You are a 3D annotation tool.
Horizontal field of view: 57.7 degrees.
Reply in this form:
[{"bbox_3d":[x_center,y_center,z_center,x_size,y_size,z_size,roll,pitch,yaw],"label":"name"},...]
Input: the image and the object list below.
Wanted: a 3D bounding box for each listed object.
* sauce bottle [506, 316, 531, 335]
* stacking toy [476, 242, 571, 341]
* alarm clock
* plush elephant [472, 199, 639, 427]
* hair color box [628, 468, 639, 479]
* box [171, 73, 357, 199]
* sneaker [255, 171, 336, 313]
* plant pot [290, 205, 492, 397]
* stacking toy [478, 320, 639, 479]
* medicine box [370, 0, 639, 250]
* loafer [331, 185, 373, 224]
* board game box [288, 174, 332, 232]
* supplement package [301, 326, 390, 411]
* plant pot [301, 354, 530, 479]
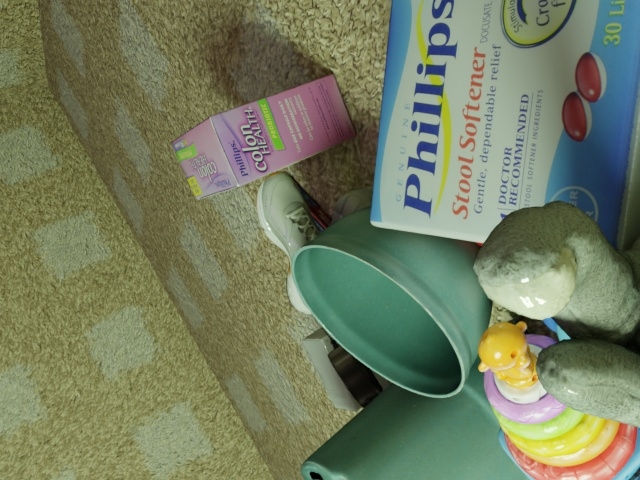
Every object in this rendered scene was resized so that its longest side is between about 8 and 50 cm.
[{"bbox_3d":[0.315,0.172,0.848,0.128,0.042,0.042,61,152,8],"label":"sauce bottle"},{"bbox_3d":[0.272,0.034,0.661,0.330,0.141,0.141,-126,24,-53],"label":"stacking toy"},{"bbox_3d":[0.061,0.253,1.180,0.192,0.064,0.129,52,178,12],"label":"alarm clock"},{"bbox_3d":[0.289,0.081,0.326,0.330,0.272,0.255,56,-178,-38],"label":"plush elephant"},{"bbox_3d":[0.494,0.428,0.704,0.347,0.105,0.173,51,150,18],"label":"hair color box"},{"bbox_3d":[-0.103,-0.178,1.021,0.214,0.243,0.117,-3,112,61],"label":"box"},{"bbox_3d":[-0.017,0.004,0.986,0.121,0.099,0.262,-1,114,53],"label":"sneaker"},{"bbox_3d":[0.131,0.056,0.851,0.293,0.196,0.293,34,152,21],"label":"plant pot"},{"bbox_3d":[0.254,0.175,0.675,0.302,0.175,0.166,42,-178,-37],"label":"stacking toy"},{"bbox_3d":[0.200,-0.126,0.557,0.289,0.149,0.263,11,97,55],"label":"medicine box"},{"bbox_3d":[0.066,0.029,1.057,0.112,0.112,0.319,55,149,27],"label":"loafer"},{"bbox_3d":[0.000,0.000,1.238,0.281,0.027,0.145,48,150,25],"label":"board game box"},{"bbox_3d":[0.056,0.275,1.305,0.179,0.105,0.105,63,153,-3],"label":"supplement package"},{"bbox_3d":[0.171,0.379,0.961,0.341,0.334,0.341,39,144,37],"label":"plant pot"}]
